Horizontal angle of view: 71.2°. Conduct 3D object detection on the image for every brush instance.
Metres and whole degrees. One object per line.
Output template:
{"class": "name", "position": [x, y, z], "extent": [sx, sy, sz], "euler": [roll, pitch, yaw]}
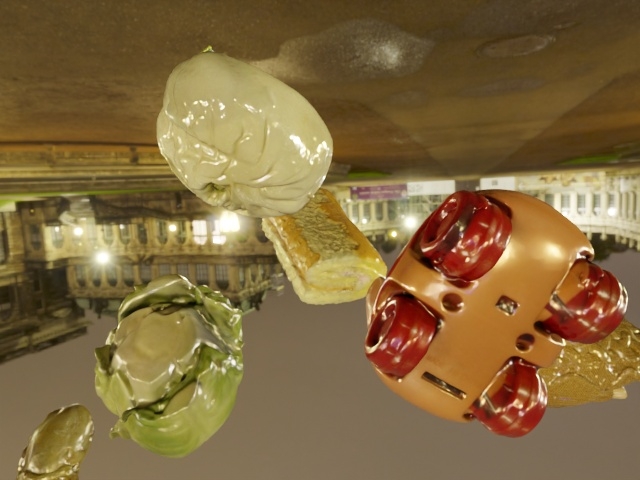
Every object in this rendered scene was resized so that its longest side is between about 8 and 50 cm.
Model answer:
{"class": "brush", "position": [-0.259, -0.374, 0.929], "extent": [0.083, 0.021, 0.019], "euler": [-35, -163, -7]}

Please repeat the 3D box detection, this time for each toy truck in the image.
{"class": "toy truck", "position": [0.156, 0.065, 0.509], "extent": [0.189, 0.264, 0.239], "euler": [30, -168, -5]}

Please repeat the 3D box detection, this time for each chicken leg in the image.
{"class": "chicken leg", "position": [-0.385, 0.350, 0.630], "extent": [0.103, 0.227, 0.088], "euler": [-9, 155, 34]}

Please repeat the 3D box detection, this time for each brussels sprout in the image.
{"class": "brussels sprout", "position": [-0.378, 0.342, 1.198], "extent": [0.343, 0.424, 0.360], "euler": [9, 146, 7]}

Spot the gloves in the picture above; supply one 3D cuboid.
{"class": "gloves", "position": [0.453, 0.213, 0.816], "extent": [0.357, 0.202, 0.155], "euler": [-11, 175, -10]}

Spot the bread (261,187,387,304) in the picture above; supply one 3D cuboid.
{"class": "bread", "position": [0.000, 0.000, 1.205], "extent": [0.237, 0.164, 0.375], "euler": [-5, -145, -24]}

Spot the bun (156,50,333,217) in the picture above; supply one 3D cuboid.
{"class": "bun", "position": [-0.102, -0.113, 0.562], "extent": [0.230, 0.145, 0.229], "euler": [26, 166, 7]}
